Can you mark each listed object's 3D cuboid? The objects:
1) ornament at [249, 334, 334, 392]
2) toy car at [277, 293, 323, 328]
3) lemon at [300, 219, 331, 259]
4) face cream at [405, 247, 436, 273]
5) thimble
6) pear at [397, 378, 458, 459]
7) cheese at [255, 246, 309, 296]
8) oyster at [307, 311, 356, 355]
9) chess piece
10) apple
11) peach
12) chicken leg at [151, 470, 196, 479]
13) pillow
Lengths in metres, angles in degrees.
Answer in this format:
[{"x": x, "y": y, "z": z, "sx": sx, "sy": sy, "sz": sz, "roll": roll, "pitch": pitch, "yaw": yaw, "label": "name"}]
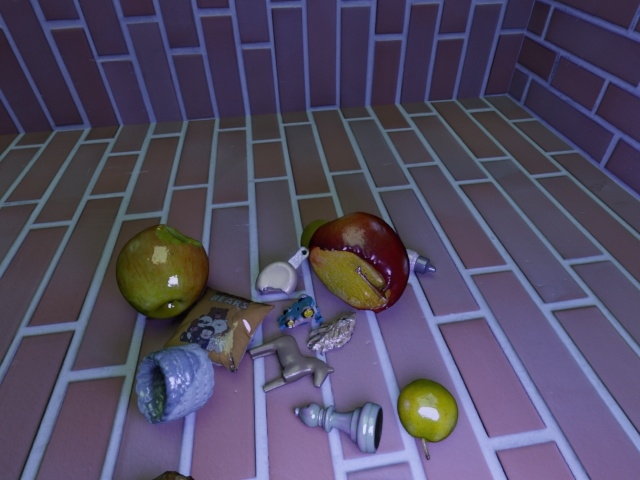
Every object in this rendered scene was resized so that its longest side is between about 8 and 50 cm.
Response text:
[{"x": -0.096, "y": 0.425, "z": 1.374, "sx": 0.245, "sy": 0.061, "sz": 0.230, "roll": -19, "pitch": 45, "yaw": -13, "label": "ornament"}, {"x": -0.075, "y": 0.292, "z": 1.519, "sx": 0.161, "sy": 0.098, "sz": 0.126, "roll": -39, "pitch": 19, "yaw": 0, "label": "toy car"}, {"x": 0.000, "y": 0.000, "z": 1.759, "sx": 0.184, "sy": 0.184, "sz": 0.248, "roll": 0, "pitch": 34, "yaw": 2, "label": "lemon"}, {"x": 0.351, "y": 0.072, "z": 1.738, "sx": 0.311, "sy": 0.092, "sz": 0.092, "roll": 23, "pitch": 47, "yaw": 23, "label": "face cream"}, {"x": -0.445, "y": 0.437, "z": 1.230, "sx": 0.205, "sy": 0.250, "sz": 0.172, "roll": 34, "pitch": 22, "yaw": 32, "label": "thimble"}, {"x": 0.313, "y": 0.529, "z": 1.192, "sx": 0.180, "sy": 0.166, "sz": 0.216, "roll": 17, "pitch": 66, "yaw": 2, "label": "pear"}, {"x": -0.159, "y": 0.120, "z": 1.649, "sx": 0.163, "sy": 0.071, "sz": 0.249, "roll": 20, "pitch": 74, "yaw": 10, "label": "cheese"}, {"x": 0.048, "y": 0.336, "z": 1.466, "sx": 0.209, "sy": 0.072, "sz": 0.133, "roll": -12, "pitch": 40, "yaw": -8, "label": "oyster"}, {"x": 0.045, "y": 0.541, "z": 1.211, "sx": 0.272, "sy": 0.139, "sz": 0.139, "roll": 4, "pitch": 41, "yaw": 21, "label": "chess piece"}, {"x": -0.590, "y": 0.123, "z": 1.517, "sx": 0.339, "sy": 0.339, "sz": 0.339, "roll": -1, "pitch": 42, "yaw": 1, "label": "apple"}, {"x": 0.164, "y": 0.062, "z": 1.538, "sx": 0.406, "sy": 0.335, "sz": 0.310, "roll": 41, "pitch": 56, "yaw": 0, "label": "peach"}, {"x": -0.331, "y": 0.750, "z": 0.973, "sx": 0.211, "sy": 0.140, "sz": 0.361, "roll": -29, "pitch": 56, "yaw": 0, "label": "chicken leg"}, {"x": -0.367, "y": 0.312, "z": 1.462, "sx": 0.310, "sy": 0.119, "sz": 0.312, "roll": 9, "pitch": 42, "yaw": 20, "label": "pillow"}]
